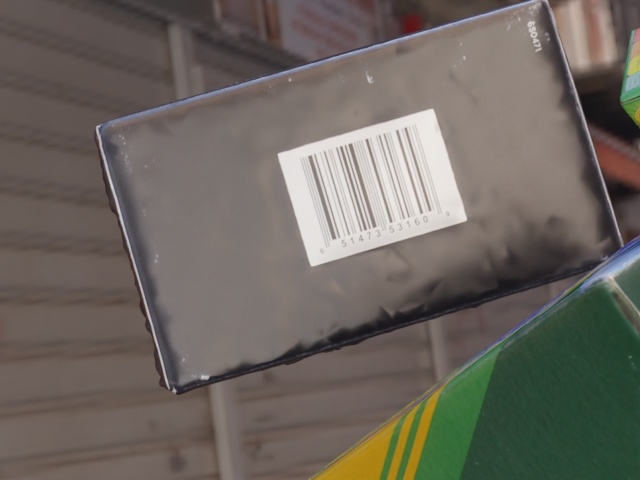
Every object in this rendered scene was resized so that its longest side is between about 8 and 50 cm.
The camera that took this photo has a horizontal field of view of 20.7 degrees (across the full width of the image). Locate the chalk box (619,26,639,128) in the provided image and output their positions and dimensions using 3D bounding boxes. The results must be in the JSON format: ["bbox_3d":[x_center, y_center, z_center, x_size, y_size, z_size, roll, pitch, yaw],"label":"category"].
[{"bbox_3d":[0.418,-0.176,1.923,0.132,0.132,0.213,-23,-58,37],"label":"chalk box"}]

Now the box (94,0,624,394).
[{"bbox_3d":[0.012,-0.022,1.197,0.296,0.183,0.294,-16,-3,-6],"label":"box"}]

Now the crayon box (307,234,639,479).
[{"bbox_3d":[0.105,0.078,0.807,0.203,0.083,0.323,-31,-9,-43],"label":"crayon box"}]
